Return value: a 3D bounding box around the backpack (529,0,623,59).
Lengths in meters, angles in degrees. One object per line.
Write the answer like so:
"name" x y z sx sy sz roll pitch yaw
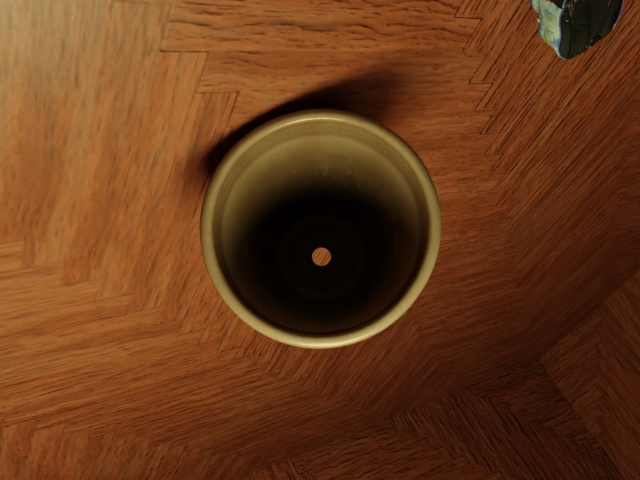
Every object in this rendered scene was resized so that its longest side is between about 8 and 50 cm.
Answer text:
"backpack" 0.301 -0.281 0.804 0.105 0.084 0.114 -30 148 -2

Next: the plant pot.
"plant pot" 0.000 0.000 0.838 0.263 0.263 0.229 -29 172 -4
